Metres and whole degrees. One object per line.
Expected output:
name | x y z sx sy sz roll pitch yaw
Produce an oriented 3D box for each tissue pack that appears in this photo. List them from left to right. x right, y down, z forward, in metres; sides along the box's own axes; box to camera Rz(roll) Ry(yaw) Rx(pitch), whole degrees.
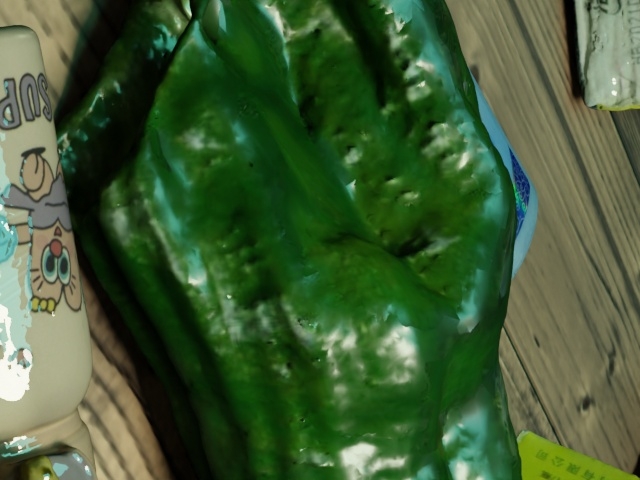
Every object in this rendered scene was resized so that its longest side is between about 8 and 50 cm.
tissue pack | 0.276 -0.202 1.269 0.257 0.081 0.185 -14 99 -57

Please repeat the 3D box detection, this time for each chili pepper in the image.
chili pepper | 0.006 0.001 0.775 0.213 0.167 0.385 -28 110 -55

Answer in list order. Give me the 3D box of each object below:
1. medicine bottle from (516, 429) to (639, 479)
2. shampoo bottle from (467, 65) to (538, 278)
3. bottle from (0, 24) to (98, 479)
medicine bottle | 0.105 0.236 0.884 0.250 0.137 0.141 -44 160 -50
shampoo bottle | 0.052 -0.081 0.944 0.258 0.061 0.104 55 44 -38
bottle | -0.134 0.027 0.614 0.097 0.110 0.209 -16 101 -38
